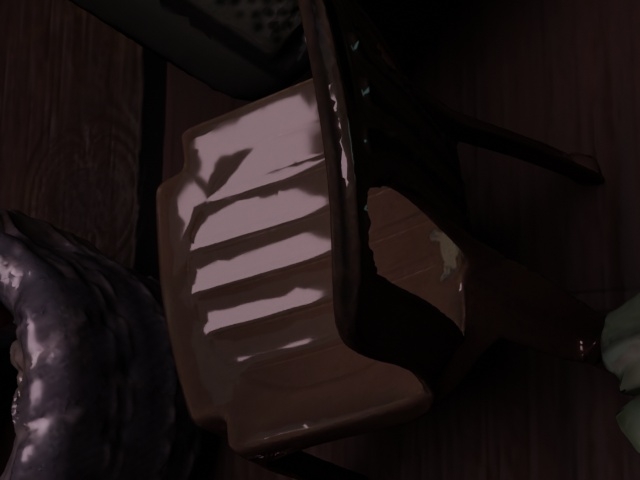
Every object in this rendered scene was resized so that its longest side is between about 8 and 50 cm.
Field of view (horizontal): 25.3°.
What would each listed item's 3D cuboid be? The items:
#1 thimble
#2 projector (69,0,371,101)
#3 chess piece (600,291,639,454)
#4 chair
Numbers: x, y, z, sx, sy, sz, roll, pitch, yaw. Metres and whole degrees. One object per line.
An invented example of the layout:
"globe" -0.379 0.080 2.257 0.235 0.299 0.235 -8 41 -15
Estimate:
"thimble" -0.174 0.106 0.760 0.205 0.172 0.236 24 92 29
"projector" -0.053 -0.325 0.715 0.405 0.242 0.395 -54 40 8
"chess piece" 0.260 0.001 0.543 0.299 0.194 0.195 -37 61 26
"chair" 0.000 0.000 0.595 0.183 0.326 0.176 -21 66 23
